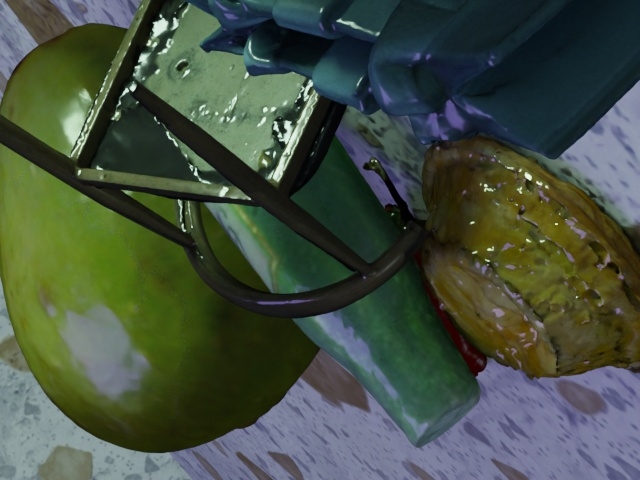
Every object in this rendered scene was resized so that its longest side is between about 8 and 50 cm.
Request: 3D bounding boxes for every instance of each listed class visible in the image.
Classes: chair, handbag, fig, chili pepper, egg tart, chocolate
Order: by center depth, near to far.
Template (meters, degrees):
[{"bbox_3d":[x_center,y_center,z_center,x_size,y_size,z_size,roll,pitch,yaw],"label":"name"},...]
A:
[{"bbox_3d":[0.051,-0.113,0.642,0.229,0.179,0.062,22,151,53],"label":"handbag"},{"bbox_3d":[-0.060,-0.086,0.937,0.188,0.166,0.272,8,157,35],"label":"chair"},{"bbox_3d":[0.121,0.021,0.993,0.191,0.074,0.191,41,161,17],"label":"egg tart"},{"bbox_3d":[0.000,0.000,1.077,0.291,0.110,0.110,55,168,19],"label":"chocolate"},{"bbox_3d":[0.076,0.034,1.184,0.059,0.050,0.268,18,152,29],"label":"chili pepper"},{"bbox_3d":[-0.128,-0.005,1.261,0.326,0.258,0.258,65,161,-13],"label":"fig"}]
